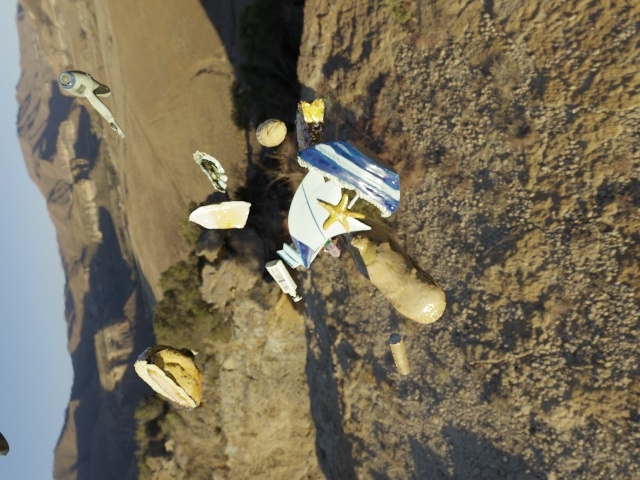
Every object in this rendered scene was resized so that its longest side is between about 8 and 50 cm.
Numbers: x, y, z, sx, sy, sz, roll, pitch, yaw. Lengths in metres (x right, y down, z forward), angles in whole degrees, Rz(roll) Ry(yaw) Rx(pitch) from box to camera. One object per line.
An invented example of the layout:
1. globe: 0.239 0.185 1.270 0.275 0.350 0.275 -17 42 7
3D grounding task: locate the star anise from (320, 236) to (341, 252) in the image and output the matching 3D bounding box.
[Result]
1. star anise: -0.001 0.004 1.486 0.054 0.212 0.157 -69 14 -8

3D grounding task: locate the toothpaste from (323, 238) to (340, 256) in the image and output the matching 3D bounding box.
1. toothpaste: 0.030 0.018 1.323 0.028 0.045 0.170 58 -175 27

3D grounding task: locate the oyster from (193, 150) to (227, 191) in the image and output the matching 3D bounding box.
1. oyster: -0.286 -0.172 1.106 0.037 0.098 0.101 -24 69 22

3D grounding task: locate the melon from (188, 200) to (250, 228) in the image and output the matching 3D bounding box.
1. melon: -0.337 -0.083 1.430 0.139 0.202 0.094 -159 61 -73

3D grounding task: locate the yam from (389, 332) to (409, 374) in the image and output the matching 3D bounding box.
1. yam: 0.169 0.245 0.906 0.032 0.032 0.145 49 167 43

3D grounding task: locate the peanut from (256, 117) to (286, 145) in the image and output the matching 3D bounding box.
1. peanut: -0.154 -0.344 1.364 0.194 0.093 0.083 -157 55 -69

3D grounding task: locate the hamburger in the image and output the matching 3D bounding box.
1. hamburger: -0.320 0.283 0.933 0.087 0.102 0.176 -24 119 26

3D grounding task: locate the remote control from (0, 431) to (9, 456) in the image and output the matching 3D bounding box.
1. remote control: -0.936 0.486 1.074 0.107 0.044 0.378 31 154 18

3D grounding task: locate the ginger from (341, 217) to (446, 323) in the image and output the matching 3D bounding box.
1. ginger: 0.168 0.062 1.056 0.126 0.190 0.354 -48 62 8

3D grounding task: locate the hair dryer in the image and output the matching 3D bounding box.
1. hair dryer: -0.560 -0.357 1.110 0.199 0.067 0.167 46 -167 -17

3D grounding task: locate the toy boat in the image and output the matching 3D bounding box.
1. toy boat: 0.012 -0.056 0.840 0.291 0.220 0.067 -52 15 31

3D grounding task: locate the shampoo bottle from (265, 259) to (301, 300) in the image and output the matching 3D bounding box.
1. shampoo bottle: -0.100 0.116 1.200 0.048 0.034 0.141 -19 115 26

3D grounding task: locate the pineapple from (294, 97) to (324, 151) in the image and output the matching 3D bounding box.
1. pineapple: -0.039 -0.367 1.398 0.135 0.079 0.233 -108 16 -53
